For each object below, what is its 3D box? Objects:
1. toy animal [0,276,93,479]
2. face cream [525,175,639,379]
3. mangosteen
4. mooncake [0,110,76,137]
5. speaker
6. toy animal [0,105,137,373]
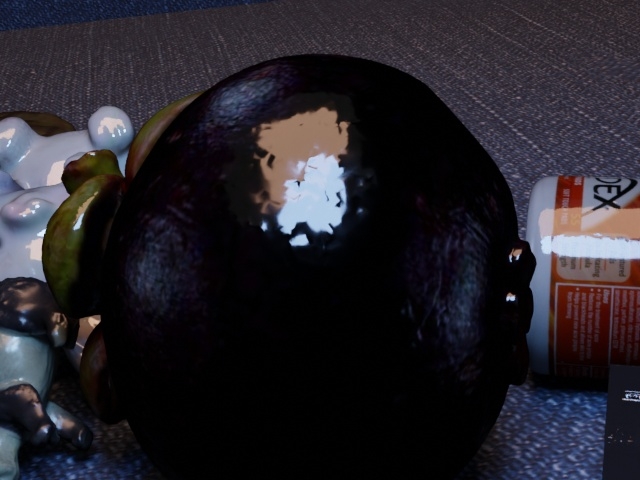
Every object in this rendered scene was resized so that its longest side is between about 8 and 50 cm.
[{"bbox_3d":[-0.276,0.133,0.946,0.121,0.225,0.094,-1,-19,12],"label":"toy animal"},{"bbox_3d":[0.299,0.038,1.005,0.187,0.201,0.201,3,25,16],"label":"face cream"},{"bbox_3d":[-0.046,0.039,0.843,0.434,0.382,0.382,5,26,18],"label":"mangosteen"},{"bbox_3d":[-0.479,-0.088,1.482,0.284,0.156,0.284,-5,25,2],"label":"mooncake"},{"bbox_3d":[0.252,0.190,0.827,0.044,0.082,0.218,2,24,17],"label":"speaker"},{"bbox_3d":[-0.286,0.031,1.145,0.196,0.241,0.368,-10,38,6],"label":"toy animal"}]
